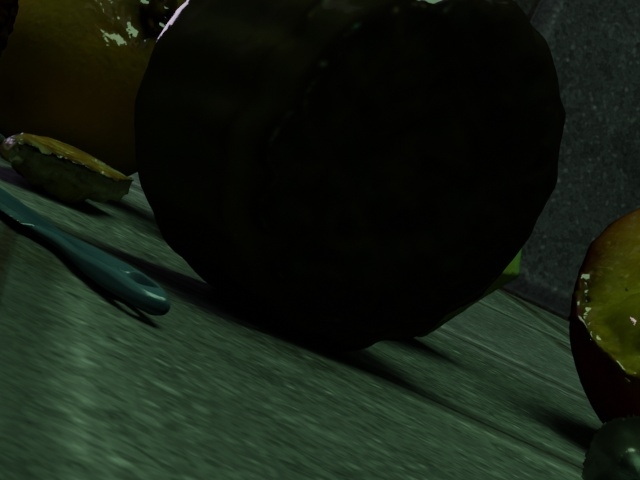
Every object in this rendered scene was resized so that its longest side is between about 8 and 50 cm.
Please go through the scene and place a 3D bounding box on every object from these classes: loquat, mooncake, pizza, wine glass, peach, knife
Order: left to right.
[{"bbox_3d":[-0.170,-0.005,1.093,0.044,0.019,0.313,20,4,-33],"label":"knife"},{"bbox_3d":[-0.201,-0.054,1.386,0.099,0.036,0.160,25,4,2],"label":"pizza"},{"bbox_3d":[-0.198,-0.157,1.544,0.208,0.208,0.208,26,3,-2],"label":"loquat"},{"bbox_3d":[0.028,-0.066,1.232,0.290,0.290,0.161,23,5,-37],"label":"mooncake"},{"bbox_3d":[0.226,0.161,1.062,0.066,0.066,0.198,25,3,-19],"label":"wine glass"},{"bbox_3d":[0.335,0.081,1.451,0.281,0.281,0.338,27,3,12],"label":"peach"}]

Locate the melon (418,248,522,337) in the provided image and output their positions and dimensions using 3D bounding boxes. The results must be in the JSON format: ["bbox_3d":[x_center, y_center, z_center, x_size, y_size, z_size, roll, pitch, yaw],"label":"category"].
[{"bbox_3d":[0.050,0.002,1.501,0.124,0.196,0.323,55,20,21],"label":"melon"}]

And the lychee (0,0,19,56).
[{"bbox_3d":[-0.323,-0.193,1.333,0.188,0.188,0.188,26,3,-2],"label":"lychee"}]
